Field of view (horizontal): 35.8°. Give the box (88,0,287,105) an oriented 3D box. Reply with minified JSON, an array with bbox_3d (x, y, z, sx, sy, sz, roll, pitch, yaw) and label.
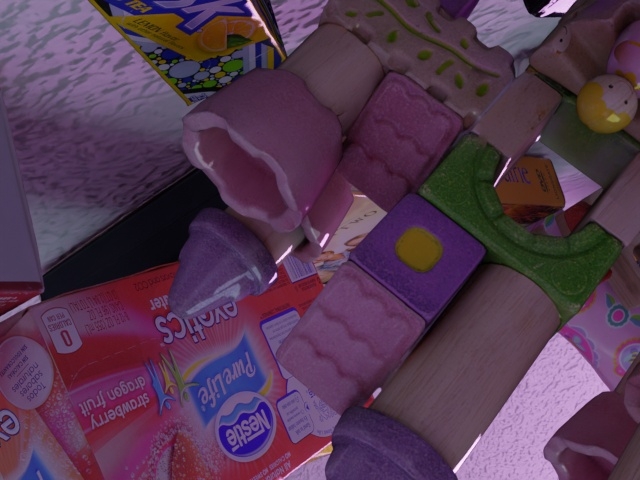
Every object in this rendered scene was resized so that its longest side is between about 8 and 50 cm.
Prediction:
[{"bbox_3d":[-0.064,-0.118,0.427,0.059,0.054,0.169,-20,166,7],"label":"box"}]

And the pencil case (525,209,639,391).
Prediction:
[{"bbox_3d":[0.303,0.072,1.133,0.124,0.284,0.124,-46,-168,13],"label":"pencil case"}]

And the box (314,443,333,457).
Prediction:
[{"bbox_3d":[-0.178,0.362,1.811,0.289,0.177,0.279,-2,158,-46],"label":"box"}]

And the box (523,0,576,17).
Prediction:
[{"bbox_3d":[0.193,-0.177,0.467,0.180,0.078,0.147,-8,162,-32],"label":"box"}]

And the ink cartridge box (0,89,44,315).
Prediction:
[{"bbox_3d":[-0.251,0.000,0.491,0.176,0.127,0.128,-27,164,34],"label":"ink cartridge box"}]

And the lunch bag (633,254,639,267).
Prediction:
[{"bbox_3d":[0.481,0.021,1.240,0.160,0.224,0.262,-4,160,-37],"label":"lunch bag"}]

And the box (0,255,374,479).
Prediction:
[{"bbox_3d":[-0.102,0.105,0.636,0.142,0.154,0.300,-27,177,26],"label":"box"}]

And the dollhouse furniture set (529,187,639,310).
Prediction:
[{"bbox_3d":[0.350,-0.012,0.934,0.374,0.152,0.201,-28,173,-33],"label":"dollhouse furniture set"}]

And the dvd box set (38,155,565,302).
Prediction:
[{"bbox_3d":[0.000,0.000,0.919,0.307,0.062,0.420,-29,162,35],"label":"dvd box set"}]

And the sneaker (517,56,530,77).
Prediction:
[{"bbox_3d":[0.210,-0.132,0.701,0.152,0.054,0.061,-25,161,26],"label":"sneaker"}]

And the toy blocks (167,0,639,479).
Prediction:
[{"bbox_3d":[0.065,0.011,0.394,0.260,0.288,0.309,-47,171,-25],"label":"toy blocks"}]
